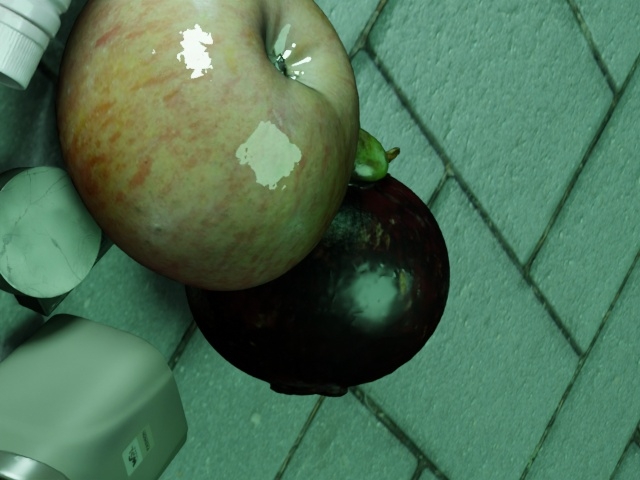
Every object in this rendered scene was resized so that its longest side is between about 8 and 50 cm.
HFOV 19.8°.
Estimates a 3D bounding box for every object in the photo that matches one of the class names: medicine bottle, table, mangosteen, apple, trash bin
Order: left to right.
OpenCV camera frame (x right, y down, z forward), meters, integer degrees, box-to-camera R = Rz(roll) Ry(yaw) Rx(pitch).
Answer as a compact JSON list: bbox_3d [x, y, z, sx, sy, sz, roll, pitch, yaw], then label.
[{"bbox_3d":[-0.278,-0.276,1.697,0.133,0.133,0.249,30,82,-56],"label":"medicine bottle"},{"bbox_3d":[-0.289,-0.009,1.859,0.133,0.043,0.133,-1,92,-40],"label":"table"},{"bbox_3d":[-0.282,0.222,1.895,0.250,0.219,0.219,-50,144,-39],"label":"trash bin"},{"bbox_3d":[-0.102,-0.131,1.830,0.345,0.345,0.269,-39,176,-38],"label":"apple"},{"bbox_3d":[0.000,0.000,2.090,0.306,0.306,0.359,12,84,-56],"label":"mangosteen"}]

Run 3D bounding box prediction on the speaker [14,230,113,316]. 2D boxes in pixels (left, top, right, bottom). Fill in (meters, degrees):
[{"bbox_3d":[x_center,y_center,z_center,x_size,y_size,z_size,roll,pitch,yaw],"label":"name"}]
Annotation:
[{"bbox_3d":[-0.251,-0.003,1.954,0.191,0.046,0.040,-50,142,-27],"label":"speaker"}]
